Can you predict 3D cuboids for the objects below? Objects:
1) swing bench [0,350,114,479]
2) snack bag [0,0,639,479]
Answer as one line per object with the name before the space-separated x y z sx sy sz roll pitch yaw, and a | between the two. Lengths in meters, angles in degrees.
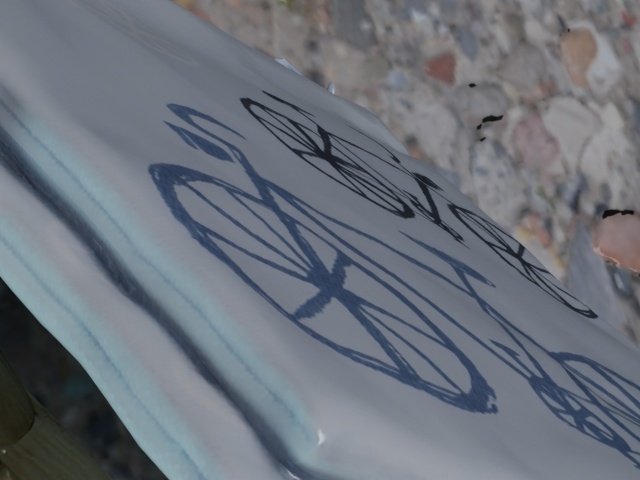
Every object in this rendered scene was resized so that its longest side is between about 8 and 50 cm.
swing bench | -0.197 0.069 0.405 0.253 0.165 0.254 -42 144 -13
snack bag | 0.000 0.000 0.522 0.323 0.342 0.037 24 105 -47
